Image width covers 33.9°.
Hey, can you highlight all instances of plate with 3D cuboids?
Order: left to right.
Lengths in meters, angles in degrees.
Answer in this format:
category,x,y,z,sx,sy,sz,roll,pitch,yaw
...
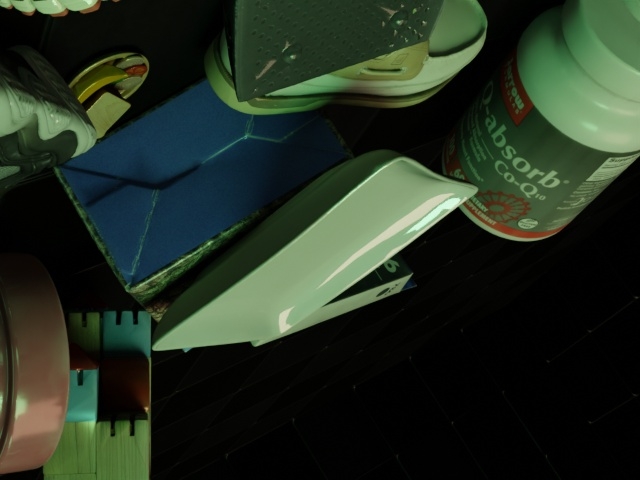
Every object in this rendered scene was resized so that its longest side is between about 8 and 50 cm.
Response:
category,x,y,z,sx,sy,sz,roll,pitch,yaw
plate,-0.002,0.006,0.987,0.278,0.045,0.277,-38,165,16

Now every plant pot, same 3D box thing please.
category,x,y,z,sx,sy,sz,roll,pitch,yaw
plant pot,-0.343,0.112,0.929,0.180,0.201,0.201,0,147,-37

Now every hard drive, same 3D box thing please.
category,x,y,z,sx,sy,sz,roll,pitch,yaw
hard drive,0.019,-0.202,0.615,0.172,0.054,0.255,-22,152,-22

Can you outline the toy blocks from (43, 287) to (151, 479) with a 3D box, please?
category,x,y,z,sx,sy,sz,roll,pitch,yaw
toy blocks,-0.230,0.183,1.108,0.190,0.261,0.381,0,179,-9

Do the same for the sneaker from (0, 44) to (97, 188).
category,x,y,z,sx,sy,sz,roll,pitch,yaw
sneaker,-0.253,-0.070,0.663,0.153,0.101,0.268,-37,168,5

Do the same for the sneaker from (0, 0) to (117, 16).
category,x,y,z,sx,sy,sz,roll,pitch,yaw
sneaker,-0.148,-0.141,0.422,0.225,0.088,0.093,-11,158,11

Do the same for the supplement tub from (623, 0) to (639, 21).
category,x,y,z,sx,sy,sz,roll,pitch,yaw
supplement tub,0.431,-0.339,1.054,0.191,0.191,0.272,-26,164,-23

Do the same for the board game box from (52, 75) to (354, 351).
category,x,y,z,sx,sy,sz,roll,pitch,yaw
board game box,-0.096,-0.030,1.047,0.232,0.141,0.291,-31,165,-6

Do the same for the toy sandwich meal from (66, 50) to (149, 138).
category,x,y,z,sx,sy,sz,roll,pitch,yaw
toy sandwich meal,-0.169,-0.116,0.836,0.085,0.029,0.085,-31,165,-9

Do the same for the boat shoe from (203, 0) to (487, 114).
category,x,y,z,sx,sy,sz,roll,pitch,yaw
boat shoe,0.048,-0.182,0.916,0.302,0.113,0.103,-21,166,-38

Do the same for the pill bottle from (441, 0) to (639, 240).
category,x,y,z,sx,sy,sz,roll,pitch,yaw
pill bottle,0.313,-0.167,1.327,0.210,0.210,0.363,-25,163,-28

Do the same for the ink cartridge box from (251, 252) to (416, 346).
category,x,y,z,sx,sy,sz,roll,pitch,yaw
ink cartridge box,0.001,0.014,1.346,0.332,0.165,0.065,-17,157,-49
